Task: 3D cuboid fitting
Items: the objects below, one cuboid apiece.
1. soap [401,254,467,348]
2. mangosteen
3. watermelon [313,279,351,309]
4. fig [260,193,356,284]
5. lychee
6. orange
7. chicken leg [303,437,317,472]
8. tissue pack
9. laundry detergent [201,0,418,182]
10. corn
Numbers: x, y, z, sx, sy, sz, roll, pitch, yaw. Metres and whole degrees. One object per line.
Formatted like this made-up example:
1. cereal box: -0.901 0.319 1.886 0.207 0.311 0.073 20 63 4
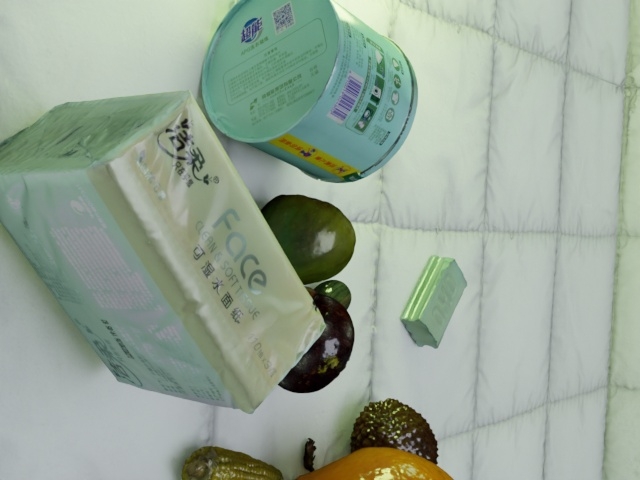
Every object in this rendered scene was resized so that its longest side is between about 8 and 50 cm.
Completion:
1. soap: 0.267 0.141 2.333 0.114 0.063 0.198 56 50 -38
2. mangosteen: -0.044 0.170 1.830 0.217 0.192 0.192 39 57 -13
3. watermelon: 0.018 0.119 1.979 0.111 0.078 0.078 -37 122 -48
4. fig: -0.041 0.004 1.799 0.191 0.181 0.181 -37 123 -27
5. lychee: 0.155 0.438 2.109 0.238 0.200 0.200 48 55 -52
6. orange: 0.084 0.565 1.857 0.424 0.326 0.424 -29 149 -20
7. chicken leg: -0.022 0.435 1.998 0.036 0.021 0.083 -23 112 -61
8. tissue pack: -0.231 0.014 1.361 0.205 0.332 0.405 -49 124 -31
9. laundry detergent: -0.001 -0.260 1.735 0.305 0.287 0.287 22 75 -53
10. corn: -0.152 0.417 1.759 0.262 0.097 0.097 33 67 -55
